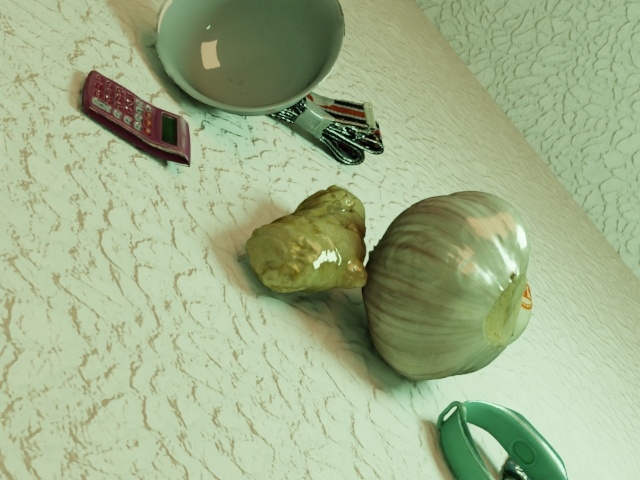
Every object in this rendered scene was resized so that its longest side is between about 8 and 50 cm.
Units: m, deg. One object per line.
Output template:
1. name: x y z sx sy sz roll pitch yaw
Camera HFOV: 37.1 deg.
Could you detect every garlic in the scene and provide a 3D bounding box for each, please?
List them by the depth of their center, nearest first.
1. garlic: 0.198 0.069 1.547 0.259 0.317 0.317 14 10 25

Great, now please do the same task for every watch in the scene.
1. watch: 0.284 0.346 1.482 0.195 0.068 0.237 -13 58 -49

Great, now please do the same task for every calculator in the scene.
1. calculator: -0.282 -0.186 1.472 0.190 0.034 0.127 28 29 -25

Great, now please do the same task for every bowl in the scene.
1. bowl: -0.125 -0.346 1.767 0.345 0.345 0.157 55 -13 22

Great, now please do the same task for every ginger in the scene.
1. ginger: 0.000 0.000 1.523 0.190 0.126 0.354 20 24 6

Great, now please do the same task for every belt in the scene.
1. belt: -0.021 -0.269 1.972 0.359 0.126 0.094 24 40 -31

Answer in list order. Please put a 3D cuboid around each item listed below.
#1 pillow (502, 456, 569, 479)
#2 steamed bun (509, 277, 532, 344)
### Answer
1. pillow: 0.375 0.435 1.576 0.189 0.034 0.255 46 24 5
2. steamed bun: 0.334 0.095 1.884 0.232 0.145 0.232 35 36 -31
